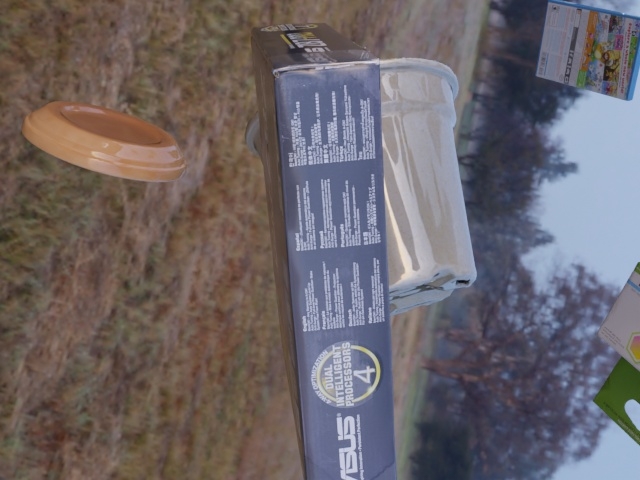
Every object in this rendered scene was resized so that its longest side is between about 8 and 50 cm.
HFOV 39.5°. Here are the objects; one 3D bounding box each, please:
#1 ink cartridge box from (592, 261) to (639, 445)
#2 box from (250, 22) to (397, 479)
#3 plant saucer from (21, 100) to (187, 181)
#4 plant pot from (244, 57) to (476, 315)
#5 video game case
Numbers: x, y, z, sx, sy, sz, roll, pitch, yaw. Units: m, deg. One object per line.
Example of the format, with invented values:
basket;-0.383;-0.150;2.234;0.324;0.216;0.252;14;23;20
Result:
ink cartridge box;0.486;0.188;1.274;0.189;0.097;0.255;48;-58;46
box;0.000;0.000;0.876;0.318;0.097;0.394;-115;-161;-69
plant saucer;-0.255;-0.125;1.075;0.200;0.200;0.037;-59;169;-73
plant pot;0.083;-0.053;1.320;0.334;0.334;0.305;82;-6;-76
video game case;0.398;-0.284;1.318;0.015;0.166;0.119;-15;120;-38
